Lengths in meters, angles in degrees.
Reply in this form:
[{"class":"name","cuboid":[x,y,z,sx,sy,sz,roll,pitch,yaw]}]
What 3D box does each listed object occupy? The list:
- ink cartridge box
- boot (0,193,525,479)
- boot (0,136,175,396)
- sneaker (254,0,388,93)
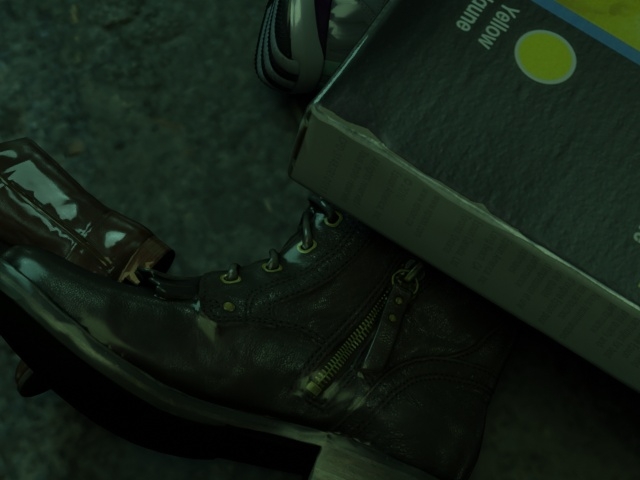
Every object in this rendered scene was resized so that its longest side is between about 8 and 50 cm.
[{"class":"ink cartridge box","cuboid":[0.191,-0.069,0.670,0.307,0.072,0.303,31,61,6]},{"class":"boot","cuboid":[0.000,0.000,0.675,0.263,0.091,0.229,28,69,-7]},{"class":"boot","cuboid":[-0.145,0.008,0.712,0.114,0.037,0.106,36,61,14]},{"class":"sneaker","cuboid":[0.031,-0.171,0.778,0.098,0.083,0.223,14,72,-11]}]
